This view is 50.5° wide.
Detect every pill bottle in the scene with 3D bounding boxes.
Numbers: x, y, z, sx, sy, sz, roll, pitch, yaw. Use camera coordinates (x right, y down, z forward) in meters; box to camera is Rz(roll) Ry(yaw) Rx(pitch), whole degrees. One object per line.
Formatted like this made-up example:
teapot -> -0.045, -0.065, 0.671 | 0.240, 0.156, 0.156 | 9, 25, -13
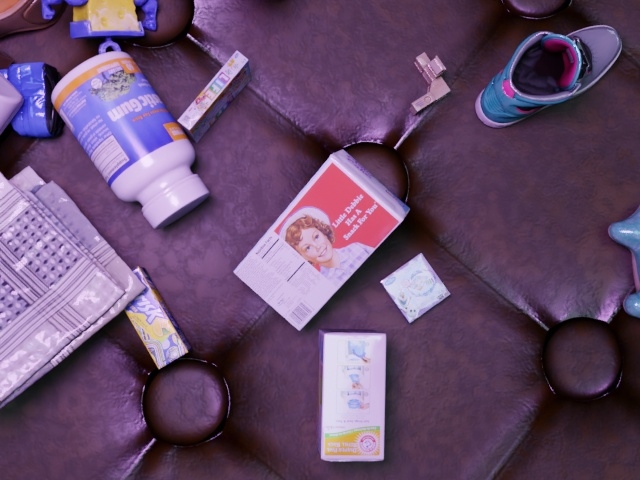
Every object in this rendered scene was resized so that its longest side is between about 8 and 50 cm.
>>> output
pill bottle -> -0.304, -0.160, 1.122 | 0.152, 0.152, 0.272 | -35, 91, -5

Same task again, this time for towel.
towel -> -0.496, 0.064, 1.071 | 0.312, 0.056, 0.324 | 44, 69, 9

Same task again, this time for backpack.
backpack -> -0.489, -0.233, 1.149 | 0.101, 0.098, 0.120 | -5, 98, 0

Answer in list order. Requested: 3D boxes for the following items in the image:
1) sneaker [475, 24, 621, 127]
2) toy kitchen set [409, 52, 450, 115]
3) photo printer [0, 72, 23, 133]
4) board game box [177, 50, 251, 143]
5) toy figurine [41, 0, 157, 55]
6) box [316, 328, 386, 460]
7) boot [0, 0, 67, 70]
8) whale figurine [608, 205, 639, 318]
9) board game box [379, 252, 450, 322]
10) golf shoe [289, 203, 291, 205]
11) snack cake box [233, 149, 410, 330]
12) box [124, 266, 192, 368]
sneaker -> 0.418, -0.307, 1.165 | 0.296, 0.178, 0.123 | -31, 88, -5
toy kitchen set -> 0.180, -0.283, 1.205 | 0.075, 0.068, 0.083 | -33, 88, -5
photo printer -> -0.661, -0.197, 1.092 | 0.256, 0.107, 0.307 | 45, 106, 3
board game box -> -0.179, -0.243, 1.163 | 0.026, 0.103, 0.154 | 39, 85, 0
toy figurine -> -0.358, -0.394, 1.094 | 0.191, 0.363, 0.217 | 19, 115, 37
box -> 0.049, 0.253, 1.133 | 0.103, 0.114, 0.203 | 2, 86, -5
boot -> -0.577, -0.431, 1.165 | 0.220, 0.109, 0.283 | 39, 92, 4
whale figurine -> 0.622, 0.060, 1.168 | 0.216, 0.141, 0.272 | -32, 88, -5
board game box -> 0.167, 0.084, 1.200 | 0.090, 0.020, 0.090 | -34, 89, -5
golf shoe -> 0.029, -0.067, 1.171 | 0.176, 0.086, 0.069 | -13, 88, -3
snack cake box -> 0.000, 0.000, 1.111 | 0.152, 0.089, 0.264 | 43, 111, 1
box -> -0.288, 0.130, 1.153 | 0.059, 0.054, 0.168 | -31, 87, -5
